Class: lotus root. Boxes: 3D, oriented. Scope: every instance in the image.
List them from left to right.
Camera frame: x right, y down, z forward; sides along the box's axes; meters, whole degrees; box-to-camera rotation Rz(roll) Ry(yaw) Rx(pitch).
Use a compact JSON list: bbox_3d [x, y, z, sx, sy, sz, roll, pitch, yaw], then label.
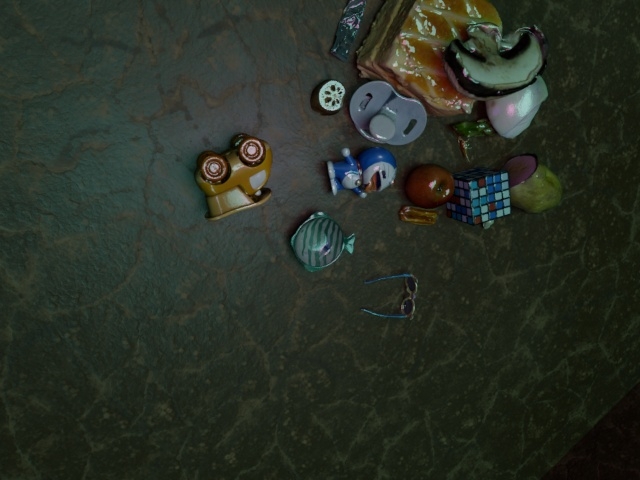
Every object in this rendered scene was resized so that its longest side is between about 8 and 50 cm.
[{"bbox_3d":[0.028,-0.496,1.526,0.112,0.081,0.122,16,98,-14],"label":"lotus root"}]

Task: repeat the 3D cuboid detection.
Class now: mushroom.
[{"bbox_3d":[0.529,-0.553,1.362,0.344,0.130,0.248,-27,87,-17],"label":"mushroom"}]

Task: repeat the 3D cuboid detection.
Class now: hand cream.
[{"bbox_3d":[0.105,-0.745,1.499,0.075,0.052,0.248,16,98,-21],"label":"hand cream"}]

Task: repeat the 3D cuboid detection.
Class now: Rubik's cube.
[{"bbox_3d":[0.619,-0.180,1.745,0.184,0.187,0.182,-15,108,-12],"label":"Rubik's cube"}]

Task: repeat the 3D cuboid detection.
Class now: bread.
[{"bbox_3d":[0.372,-0.656,1.495,0.390,0.279,0.371,27,91,-22],"label":"bread"}]

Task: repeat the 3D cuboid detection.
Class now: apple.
[{"bbox_3d":[0.420,-0.204,1.681,0.180,0.168,0.181,-7,108,-23],"label":"apple"}]

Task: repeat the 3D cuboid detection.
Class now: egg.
[{"bbox_3d":[0.759,-0.553,1.675,0.206,0.161,0.271,39,67,-10],"label":"egg"}]

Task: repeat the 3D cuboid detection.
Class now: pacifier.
[{"bbox_3d":[0.220,-0.403,1.515,0.278,0.207,0.227,26,133,-10],"label":"pacifier"}]

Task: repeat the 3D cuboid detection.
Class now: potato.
[{"bbox_3d":[0.871,-0.209,1.811,0.266,0.229,0.229,37,89,-19],"label":"potato"}]

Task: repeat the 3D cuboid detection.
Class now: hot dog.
[{"bbox_3d":[0.392,-0.100,1.760,0.165,0.045,0.071,6,103,-20],"label":"hot dog"}]

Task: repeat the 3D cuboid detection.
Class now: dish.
[{"bbox_3d":[0.000,0.000,1.632,0.246,0.078,0.224,4,102,-19],"label":"dish"}]

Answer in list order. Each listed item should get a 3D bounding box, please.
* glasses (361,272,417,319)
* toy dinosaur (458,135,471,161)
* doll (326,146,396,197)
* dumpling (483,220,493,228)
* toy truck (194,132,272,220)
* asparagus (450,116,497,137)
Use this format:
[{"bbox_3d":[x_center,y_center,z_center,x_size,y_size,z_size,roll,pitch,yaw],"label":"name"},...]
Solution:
[{"bbox_3d":[0.280,0.220,1.807,0.220,0.088,0.190,5,103,0],"label":"glasses"},{"bbox_3d":[0.587,-0.373,1.769,0.041,0.026,0.113,-30,102,-3],"label":"toy dinosaur"},{"bbox_3d":[0.149,-0.246,1.582,0.256,0.161,0.215,-16,136,-3],"label":"doll"},{"bbox_3d":[0.723,-0.087,1.881,0.059,0.043,0.077,2,87,-36],"label":"dumpling"},{"bbox_3d":[-0.279,-0.211,1.418,0.288,0.204,0.212,-27,113,-11],"label":"toy truck"},{"bbox_3d":[0.647,-0.447,1.747,0.287,0.080,0.080,-12,107,-11],"label":"asparagus"}]
